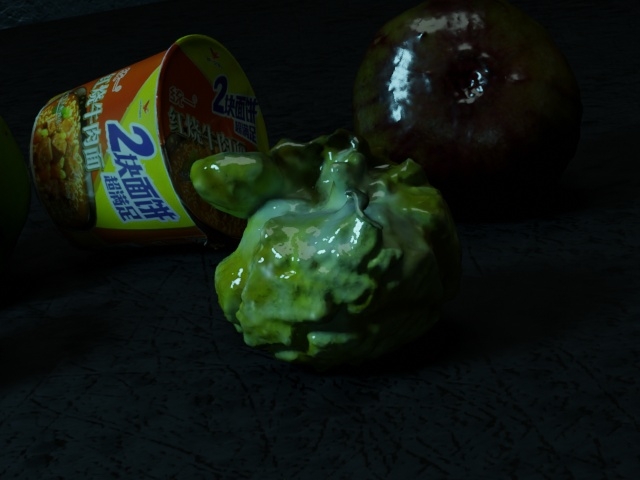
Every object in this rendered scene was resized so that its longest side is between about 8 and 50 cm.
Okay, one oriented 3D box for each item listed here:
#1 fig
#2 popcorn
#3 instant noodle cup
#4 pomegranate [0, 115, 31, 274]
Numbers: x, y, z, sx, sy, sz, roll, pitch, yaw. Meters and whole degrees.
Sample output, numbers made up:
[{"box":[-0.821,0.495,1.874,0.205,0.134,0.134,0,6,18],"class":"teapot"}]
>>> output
[{"box":[0.151,-0.120,1.664,0.217,0.217,0.321,-8,-6,9],"class":"fig"},{"box":[0.000,0.000,1.293,0.198,0.212,0.198,-40,0,0],"class":"popcorn"},{"box":[-0.172,-0.081,1.670,0.174,0.213,0.213,-12,14,26],"class":"instant noodle cup"},{"box":[-0.378,-0.061,1.642,0.236,0.236,0.302,-6,20,16],"class":"pomegranate"}]
